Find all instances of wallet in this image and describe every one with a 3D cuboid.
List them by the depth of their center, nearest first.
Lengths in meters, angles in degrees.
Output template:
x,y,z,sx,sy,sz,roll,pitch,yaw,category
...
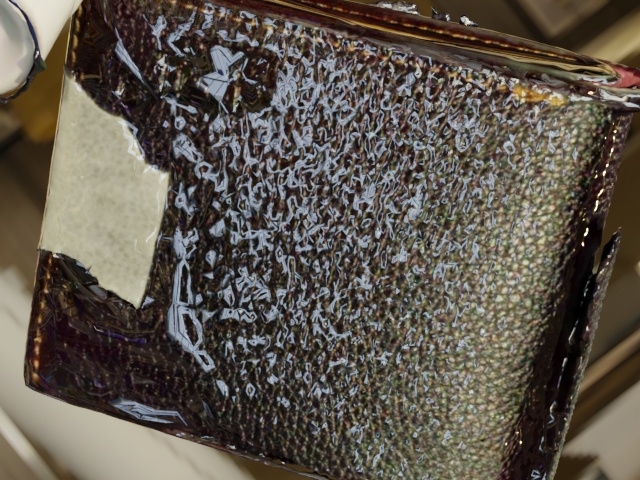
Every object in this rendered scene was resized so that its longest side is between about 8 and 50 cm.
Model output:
x,y,z,sx,sy,sz,roll,pitch,yaw,category
0.000,0.000,0.857,0.071,0.262,0.221,-65,168,-65,wallet

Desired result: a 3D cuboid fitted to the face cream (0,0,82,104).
x,y,z,sx,sy,sz,roll,pitch,yaw,category
-0.094,-0.145,0.713,0.092,0.058,0.243,-29,-152,36,face cream
